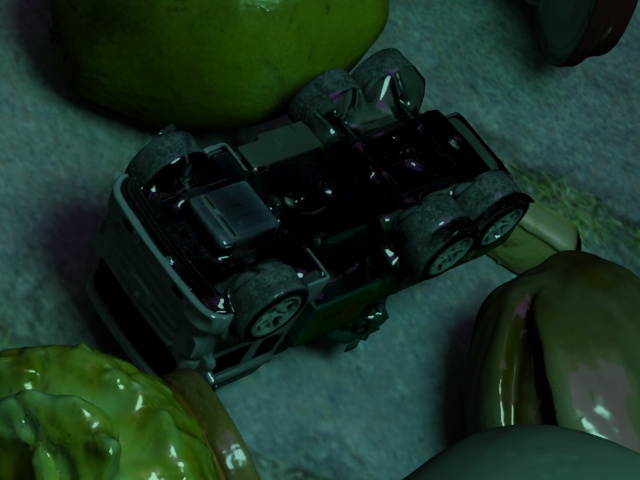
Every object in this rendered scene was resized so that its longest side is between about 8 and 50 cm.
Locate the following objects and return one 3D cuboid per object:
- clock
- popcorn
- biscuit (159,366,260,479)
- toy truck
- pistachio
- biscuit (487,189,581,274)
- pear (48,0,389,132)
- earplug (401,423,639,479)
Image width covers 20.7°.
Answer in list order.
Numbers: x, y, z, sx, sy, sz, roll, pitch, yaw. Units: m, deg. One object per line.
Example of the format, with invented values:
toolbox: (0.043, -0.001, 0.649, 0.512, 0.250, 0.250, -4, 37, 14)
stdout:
clock: (0.236, -0.317, 1.602, 0.080, 0.318, 0.318, 5, 53, -5)
popcorn: (-0.167, 0.168, 1.031, 0.204, 0.221, 0.183, 33, 1, 30)
biscuit: (-0.080, 0.163, 1.145, 0.050, 0.170, 0.170, -22, 72, -17)
toy truck: (0.001, -0.004, 1.293, 0.363, 0.178, 0.176, -19, 62, -42)
pistachio: (0.204, 0.146, 1.346, 0.197, 0.166, 0.288, 17, 60, -51)
biscuit: (0.136, -0.032, 1.497, 0.188, 0.056, 0.052, 30, 47, -12)
pear: (-0.077, -0.187, 1.350, 0.269, 0.212, 0.212, -12, 63, -9)
earplug: (0.171, 0.307, 1.093, 0.312, 0.312, 0.394, -29, 77, -44)
